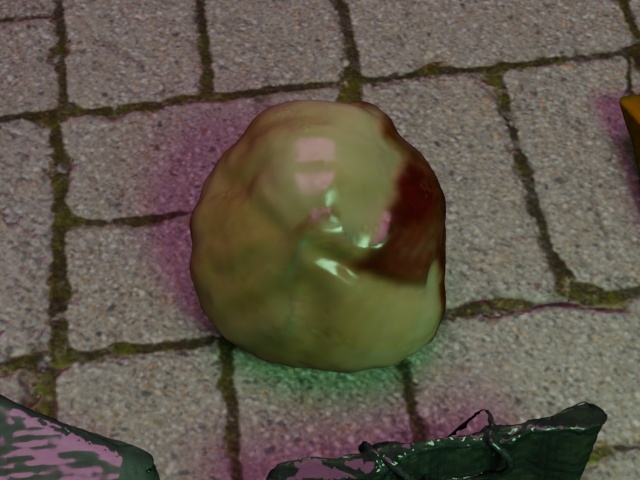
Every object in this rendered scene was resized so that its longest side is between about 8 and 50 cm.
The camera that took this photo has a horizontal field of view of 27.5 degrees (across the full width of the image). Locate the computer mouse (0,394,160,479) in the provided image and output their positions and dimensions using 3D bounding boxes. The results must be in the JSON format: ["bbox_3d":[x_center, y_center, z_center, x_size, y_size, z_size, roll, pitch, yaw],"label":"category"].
[{"bbox_3d":[-0.303,0.219,1.100,0.371,0.122,0.188,18,57,7],"label":"computer mouse"}]

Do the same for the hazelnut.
[{"bbox_3d":[0.000,0.000,1.225,0.261,0.261,0.241,4,19,5],"label":"hazelnut"}]

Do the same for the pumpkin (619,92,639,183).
[{"bbox_3d":[0.391,-0.052,1.303,0.131,0.126,0.248,-11,32,3],"label":"pumpkin"}]

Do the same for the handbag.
[{"bbox_3d":[0.094,0.200,1.064,0.270,0.175,0.089,-12,54,-5],"label":"handbag"}]
